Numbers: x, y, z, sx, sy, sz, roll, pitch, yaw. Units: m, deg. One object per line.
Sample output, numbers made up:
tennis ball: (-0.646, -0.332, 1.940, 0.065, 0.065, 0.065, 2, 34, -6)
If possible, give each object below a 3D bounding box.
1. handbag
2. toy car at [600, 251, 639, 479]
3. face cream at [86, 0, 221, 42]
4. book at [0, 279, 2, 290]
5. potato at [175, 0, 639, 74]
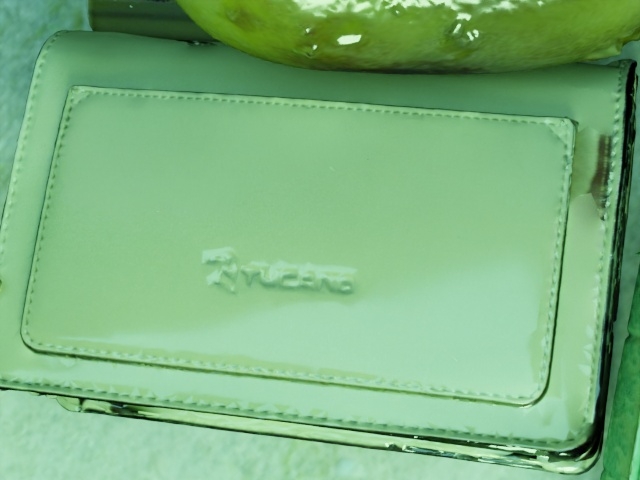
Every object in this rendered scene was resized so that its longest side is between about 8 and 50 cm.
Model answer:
handbag: (0.000, 0.000, 0.913, 0.358, 0.160, 0.237, 6, 81, 14)
toy car: (0.220, 0.130, 0.861, 0.141, 0.097, 0.321, 9, 89, -10)
face cream: (0.001, -0.183, 0.965, 0.285, 0.067, 0.139, 5, 69, 15)
book: (-0.331, 0.014, 0.980, 0.228, 0.018, 0.322, -52, 50, 12)
potato: (0.057, -0.173, 0.811, 0.307, 0.210, 0.173, 4, 92, 8)
